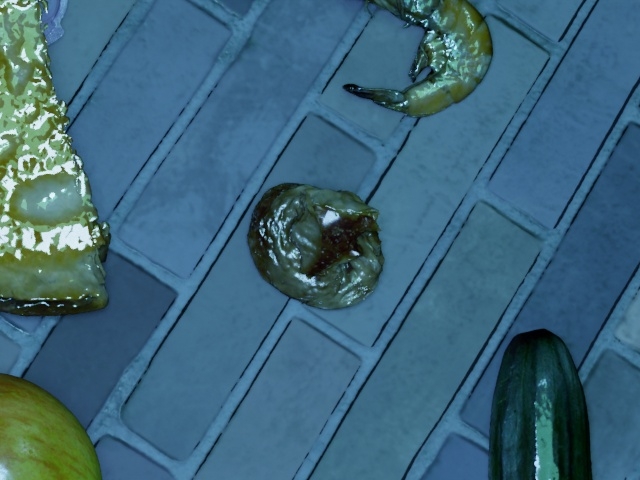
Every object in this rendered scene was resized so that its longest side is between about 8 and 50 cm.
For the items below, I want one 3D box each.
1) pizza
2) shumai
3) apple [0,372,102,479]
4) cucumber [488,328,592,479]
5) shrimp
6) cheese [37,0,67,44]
[{"bbox_3d":[-0.432,-0.100,1.804,0.392,0.080,0.435,-15,88,-9],"label":"pizza"},{"bbox_3d":[-0.007,-0.003,1.878,0.139,0.105,0.123,33,77,23],"label":"shumai"},{"bbox_3d":[-0.298,0.229,1.724,0.196,0.196,0.196,2,79,-11],"label":"apple"},{"bbox_3d":[0.229,0.209,1.894,0.115,0.063,0.244,-2,78,-12],"label":"cucumber"},{"bbox_3d":[0.077,-0.216,1.953,0.217,0.051,0.150,25,83,-9],"label":"shrimp"},{"bbox_3d":[-0.328,-0.280,1.888,0.105,0.042,0.191,-31,84,-16],"label":"cheese"}]
